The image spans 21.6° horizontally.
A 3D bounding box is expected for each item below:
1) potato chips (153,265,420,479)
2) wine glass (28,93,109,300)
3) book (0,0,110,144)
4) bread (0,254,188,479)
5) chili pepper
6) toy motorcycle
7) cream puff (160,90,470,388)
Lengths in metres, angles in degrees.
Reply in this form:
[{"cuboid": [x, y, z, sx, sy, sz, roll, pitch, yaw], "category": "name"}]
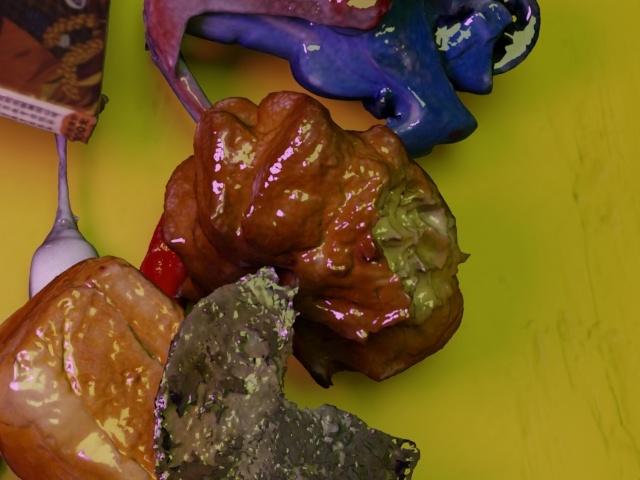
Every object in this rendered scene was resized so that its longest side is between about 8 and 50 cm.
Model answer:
[{"cuboid": [-0.031, 0.136, 1.181, 0.202, 0.029, 0.220, -30, 94, -29], "category": "potato chips"}, {"cuboid": [-0.200, 0.010, 1.330, 0.074, 0.074, 0.262, -1, 70, -11], "category": "wine glass"}, {"cuboid": [-0.368, -0.251, 1.314, 0.428, 0.039, 0.300, 17, 46, -21], "category": "book"}, {"cuboid": [-0.119, 0.158, 1.217, 0.294, 0.132, 0.167, 45, 67, -10], "category": "bread"}, {"cuboid": [-0.120, 0.007, 1.368, 0.045, 0.027, 0.178, 16, 64, -4], "category": "chili pepper"}, {"cuboid": [0.006, -0.160, 1.410, 0.319, 0.241, 0.182, 22, 25, -6], "category": "toy motorcycle"}, {"cuboid": [0.000, 0.000, 1.291, 0.269, 0.241, 0.155, 39, 61, -12], "category": "cream puff"}]
